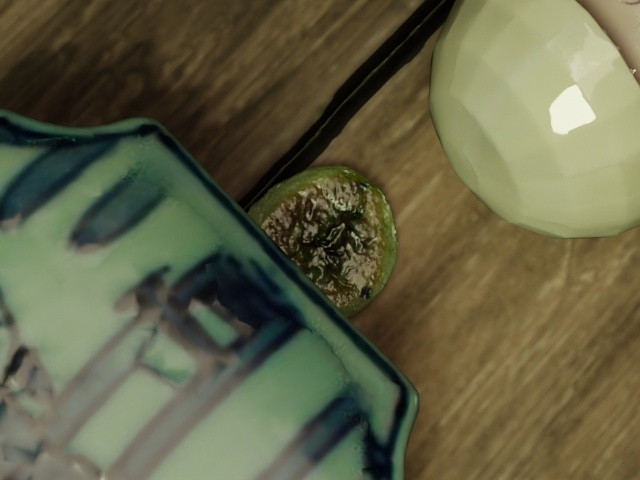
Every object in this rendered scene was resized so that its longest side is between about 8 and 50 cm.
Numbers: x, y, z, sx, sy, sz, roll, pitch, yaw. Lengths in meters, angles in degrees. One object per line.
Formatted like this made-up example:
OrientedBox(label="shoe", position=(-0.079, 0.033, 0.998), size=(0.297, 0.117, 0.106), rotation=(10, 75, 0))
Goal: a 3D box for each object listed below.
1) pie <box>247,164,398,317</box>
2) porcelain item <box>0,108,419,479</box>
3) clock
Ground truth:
OrientedBox(label="pie", position=(0.002, 0.001, 0.837), size=(0.084, 0.021, 0.084), rotation=(1, 77, -5))
OrientedBox(label="porcelain item", position=(-0.116, 0.105, 0.734), size=(0.281, 0.157, 0.286), rotation=(-41, 84, -14))
OrientedBox(label="clock", position=(0.231, -0.149, 0.826), size=(0.325, 0.184, 0.342), rotation=(11, 71, 2))
